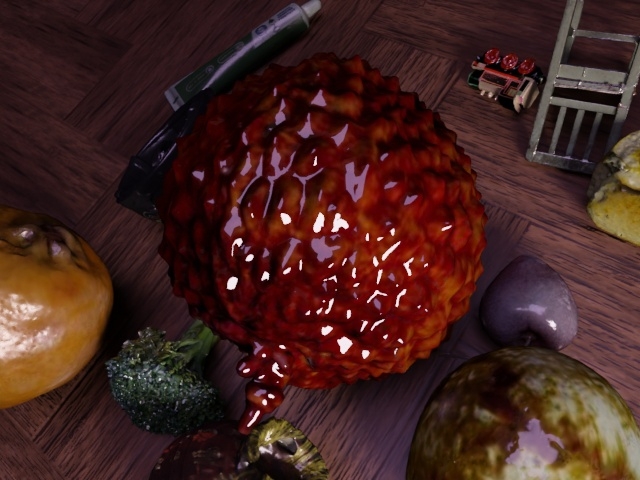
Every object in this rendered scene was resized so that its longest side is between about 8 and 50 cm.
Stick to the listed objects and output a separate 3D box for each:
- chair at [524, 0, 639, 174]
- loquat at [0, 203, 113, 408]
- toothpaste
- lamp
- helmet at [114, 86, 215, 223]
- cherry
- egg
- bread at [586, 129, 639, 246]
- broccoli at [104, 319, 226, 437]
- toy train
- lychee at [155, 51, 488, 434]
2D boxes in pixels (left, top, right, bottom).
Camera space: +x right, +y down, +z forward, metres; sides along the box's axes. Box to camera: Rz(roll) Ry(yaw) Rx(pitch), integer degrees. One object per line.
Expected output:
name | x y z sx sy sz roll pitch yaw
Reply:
chair | 0.446 -0.258 0.863 0.136 0.147 0.270 16 113 24
loquat | -0.490 0.097 0.812 0.328 0.328 0.328 -6 63 12
toothpaste | -0.158 -0.398 1.119 0.392 0.061 0.099 -36 61 -1
lamp | -0.098 0.333 0.646 0.247 0.247 0.247 -6 63 12
helmet | -0.234 -0.136 0.945 0.230 0.160 0.279 -27 32 38
cherry | 0.260 0.091 0.737 0.188 0.115 0.148 0 84 21
egg | 0.217 0.258 0.596 0.289 0.238 0.238 -44 61 4
bread | 0.521 -0.079 0.748 0.257 0.124 0.186 3 59 17
broccoli | -0.221 0.200 0.811 0.220 0.194 0.194 -16 59 33
toy train | 0.326 -0.288 0.932 0.138 0.050 0.087 36 94 38
lychee | 0.000 0.000 0.678 0.425 0.424 0.500 5 62 17
